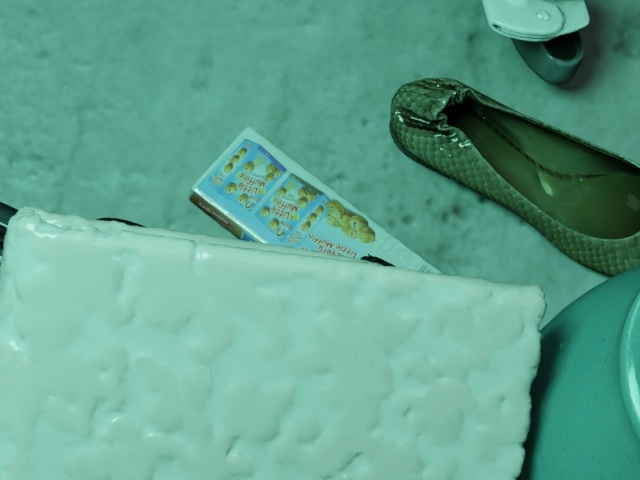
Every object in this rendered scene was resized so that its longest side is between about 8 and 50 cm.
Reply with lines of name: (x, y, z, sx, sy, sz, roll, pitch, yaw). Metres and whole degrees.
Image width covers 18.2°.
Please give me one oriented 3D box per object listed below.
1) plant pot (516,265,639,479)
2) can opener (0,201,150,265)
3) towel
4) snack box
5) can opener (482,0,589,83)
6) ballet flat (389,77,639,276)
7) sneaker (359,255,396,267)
plant pot: (0.237, 0.124, 1.201, 0.271, 0.255, 0.272, 4, 66, -8)
can opener: (-0.181, 0.008, 1.302, 0.186, 0.073, 0.059, 15, 104, 1)
towel: (-0.044, 0.160, 1.159, 0.317, 0.053, 0.332, 7, 101, -8)
snack box: (0.000, 0.000, 1.345, 0.178, 0.022, 0.064, 38, 67, 8)
can opener: (0.127, -0.240, 1.447, 0.074, 0.093, 0.280, -4, 58, -13)
ballet flat: (0.162, -0.046, 1.372, 0.250, 0.058, 0.084, 28, 66, 4)
sneaker: (-0.058, 0.097, 1.258, 0.293, 0.102, 0.146, -24, 35, 0)
